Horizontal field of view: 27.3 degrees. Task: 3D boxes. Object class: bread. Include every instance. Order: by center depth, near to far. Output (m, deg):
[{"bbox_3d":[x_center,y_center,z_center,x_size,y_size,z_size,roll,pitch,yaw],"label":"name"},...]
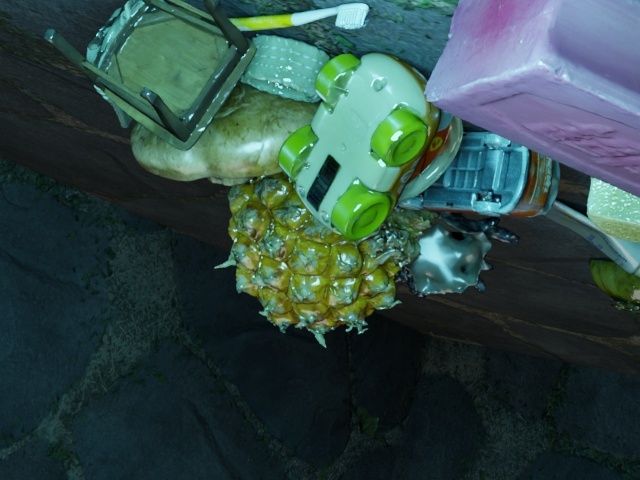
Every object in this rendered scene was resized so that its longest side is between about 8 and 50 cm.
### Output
[{"bbox_3d":[0.462,-0.033,1.783,0.188,0.068,0.125,13,171,28],"label":"bread"}]

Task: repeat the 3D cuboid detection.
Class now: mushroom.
[{"bbox_3d":[-0.117,-0.148,1.748,0.278,0.146,0.278,-6,-159,2],"label":"mushroom"}]

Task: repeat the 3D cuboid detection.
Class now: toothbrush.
[{"bbox_3d":[-0.041,-0.251,1.520,0.021,0.024,0.288,21,171,-38],"label":"toothbrush"}]

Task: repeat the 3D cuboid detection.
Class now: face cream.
[{"bbox_3d":[0.440,-0.007,2.057,0.224,0.070,0.114,25,172,4],"label":"face cream"}]

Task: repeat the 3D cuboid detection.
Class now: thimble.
[{"bbox_3d":[-0.045,-0.214,1.638,0.110,0.062,0.084,15,173,15],"label":"thimble"}]

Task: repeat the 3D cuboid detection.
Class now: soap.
[{"bbox_3d":[0.312,-0.132,1.246,0.359,0.128,0.233,21,171,-18],"label":"soap"}]

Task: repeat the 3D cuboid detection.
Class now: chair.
[{"bbox_3d":[-0.187,-0.207,1.586,0.186,0.160,0.319,29,172,17],"label":"chair"}]

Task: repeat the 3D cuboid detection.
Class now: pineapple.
[{"bbox_3d":[0.003,0.000,1.939,0.286,0.344,0.209,-4,-163,46],"label":"pineapple"}]

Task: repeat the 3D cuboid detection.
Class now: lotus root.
[{"bbox_3d":[0.573,0.095,2.374,0.183,0.078,0.203,22,172,-25],"label":"lotus root"}]

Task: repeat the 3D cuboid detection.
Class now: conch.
[{"bbox_3d":[0.157,-0.040,2.096,0.313,0.186,0.240,37,162,2],"label":"conch"}]

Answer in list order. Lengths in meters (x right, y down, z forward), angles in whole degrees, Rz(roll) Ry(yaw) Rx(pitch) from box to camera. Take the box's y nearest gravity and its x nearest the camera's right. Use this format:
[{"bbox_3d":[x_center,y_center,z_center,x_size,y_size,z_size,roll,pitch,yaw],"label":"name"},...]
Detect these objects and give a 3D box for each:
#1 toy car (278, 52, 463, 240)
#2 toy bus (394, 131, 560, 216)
[{"bbox_3d":[0.088,-0.121,1.616,0.145,0.235,0.235,48,-173,28],"label":"toy car"},{"bbox_3d":[0.211,-0.088,1.794,0.120,0.121,0.265,13,175,-38],"label":"toy bus"}]
